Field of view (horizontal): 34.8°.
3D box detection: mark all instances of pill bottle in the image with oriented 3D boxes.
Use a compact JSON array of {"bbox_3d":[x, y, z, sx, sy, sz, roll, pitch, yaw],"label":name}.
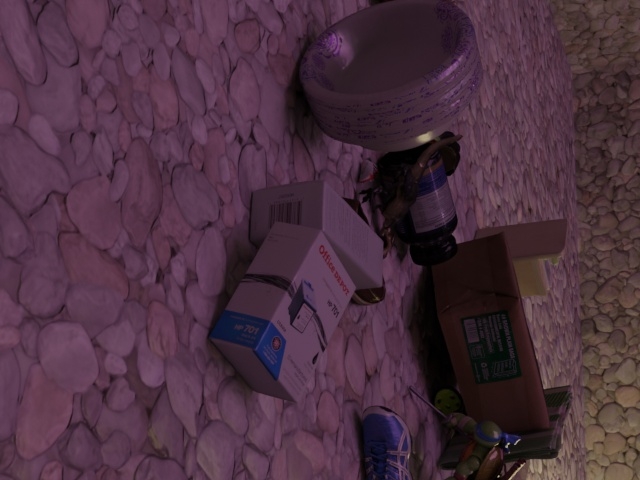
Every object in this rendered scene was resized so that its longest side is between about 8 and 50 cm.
[{"bbox_3d":[0.195,-0.067,1.966,0.123,0.122,0.219,-59,137,-56],"label":"pill bottle"}]

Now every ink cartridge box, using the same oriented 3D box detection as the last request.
[{"bbox_3d":[-0.045,0.093,1.340,0.191,0.082,0.140,-61,142,-25],"label":"ink cartridge box"}]

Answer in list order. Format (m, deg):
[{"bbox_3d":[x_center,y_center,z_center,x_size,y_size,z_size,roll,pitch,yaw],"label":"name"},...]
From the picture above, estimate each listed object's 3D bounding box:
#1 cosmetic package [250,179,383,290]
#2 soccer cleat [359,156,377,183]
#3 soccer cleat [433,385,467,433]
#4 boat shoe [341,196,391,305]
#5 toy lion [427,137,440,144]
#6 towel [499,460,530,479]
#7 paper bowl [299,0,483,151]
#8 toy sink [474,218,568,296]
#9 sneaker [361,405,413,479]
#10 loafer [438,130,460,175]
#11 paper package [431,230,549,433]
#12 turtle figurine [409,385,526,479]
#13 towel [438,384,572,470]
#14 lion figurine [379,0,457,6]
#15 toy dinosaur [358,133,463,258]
[{"bbox_3d":[0.000,0.000,1.493,0.231,0.117,0.086,42,46,-58],"label":"cosmetic package"},{"bbox_3d":[0.084,-0.126,1.846,0.036,0.029,0.083,67,23,-13],"label":"soccer cleat"},{"bbox_3d":[0.271,0.337,2.122,0.179,0.060,0.072,59,18,-50],"label":"soccer cleat"},{"bbox_3d":[0.071,0.024,1.679,0.257,0.095,0.095,56,35,-48],"label":"boat shoe"},{"bbox_3d":[0.195,-0.186,2.036,0.100,0.096,0.034,49,40,-54],"label":"toy lion"},{"bbox_3d":[0.475,0.530,2.548,0.282,0.049,0.187,-42,123,-63],"label":"towel"},{"bbox_3d":[0.118,-0.252,1.634,0.284,0.284,0.148,-74,153,-43],"label":"paper bowl"},{"bbox_3d":[0.502,0.051,2.515,0.153,0.234,0.131,-66,142,-52],"label":"toy sink"},{"bbox_3d":[0.113,0.374,1.695,0.081,0.080,0.211,-51,128,-64],"label":"sneaker"},{"bbox_3d":[0.265,-0.185,2.220,0.220,0.080,0.078,12,71,-66],"label":"loafer"},{"bbox_3d":[0.352,0.195,2.122,0.309,0.168,0.325,-86,160,-63],"label":"paper package"},{"bbox_3d":[0.235,0.429,1.943,0.198,0.274,0.266,-103,-167,-57],"label":"turtle figurine"},{"bbox_3d":[0.404,0.397,2.163,0.325,0.247,0.038,-37,112,-65],"label":"towel"},{"bbox_3d":[0.120,-0.550,1.961,0.392,0.142,0.240,14,77,-51],"label":"lion figurine"},{"bbox_3d":[0.146,-0.094,1.841,0.118,0.064,0.268,13,114,-49],"label":"toy dinosaur"}]
